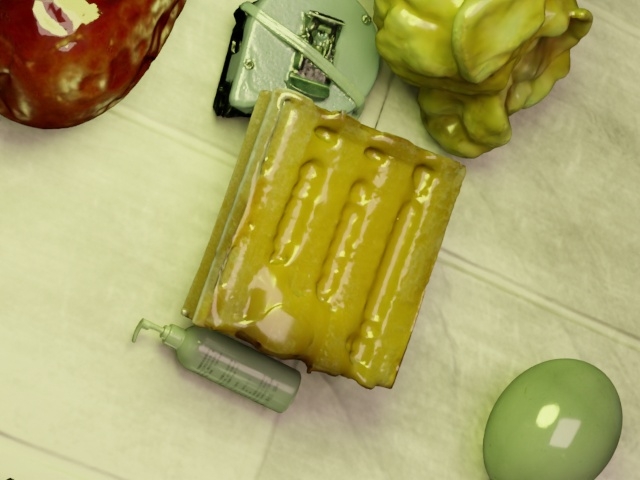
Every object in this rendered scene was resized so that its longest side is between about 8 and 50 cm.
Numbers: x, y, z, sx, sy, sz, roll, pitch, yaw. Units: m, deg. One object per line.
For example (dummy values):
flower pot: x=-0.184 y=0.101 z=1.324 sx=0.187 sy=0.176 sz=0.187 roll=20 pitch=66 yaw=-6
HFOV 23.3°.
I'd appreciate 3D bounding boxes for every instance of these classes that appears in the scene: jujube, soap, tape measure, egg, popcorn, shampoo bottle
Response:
jujube: x=-0.262 y=-0.268 z=1.693 sx=0.223 sy=0.223 sz=0.318 roll=42 pitch=61 yaw=-10
soap: x=0.000 y=0.000 z=1.737 sx=0.259 sy=0.143 sz=0.281 roll=22 pitch=89 yaw=-28
tape measure: x=-0.022 y=-0.216 z=1.828 sx=0.182 sy=0.107 sz=0.181 roll=10 pitch=84 yaw=-20
egg: x=0.275 y=0.227 z=1.846 sx=0.149 sy=0.149 sz=0.192 roll=44 pitch=68 yaw=-10
popcorn: x=0.171 y=-0.289 z=1.829 sx=0.292 sy=0.293 sz=0.334 roll=-47 pitch=139 yaw=1
shampoo bottle: x=-0.117 y=0.132 z=1.754 sx=0.195 sy=0.056 sz=0.056 roll=28 pitch=72 yaw=-16

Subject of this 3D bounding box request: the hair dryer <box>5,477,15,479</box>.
hair dryer: x=-0.319 y=0.436 z=1.602 sx=0.244 sy=0.116 sz=0.302 roll=-42 pitch=105 yaw=-20
